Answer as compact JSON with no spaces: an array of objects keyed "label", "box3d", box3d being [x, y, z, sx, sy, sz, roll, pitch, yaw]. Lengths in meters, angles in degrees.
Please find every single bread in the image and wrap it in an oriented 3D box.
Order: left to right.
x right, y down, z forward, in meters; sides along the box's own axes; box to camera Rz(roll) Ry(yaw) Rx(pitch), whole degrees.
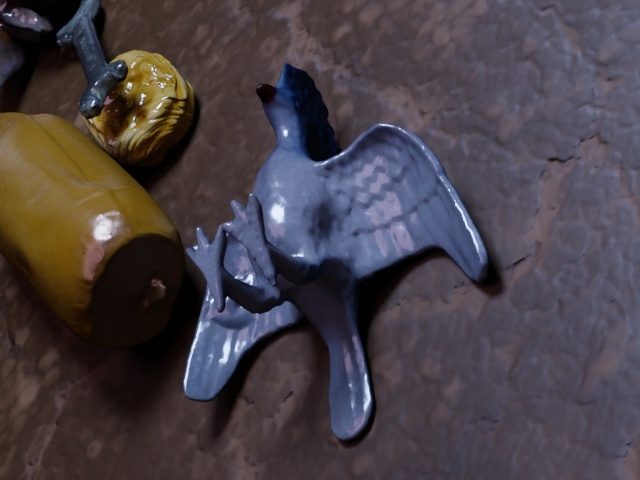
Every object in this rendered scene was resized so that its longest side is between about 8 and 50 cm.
[{"label":"bread","box3d":[-0.139,-0.102,1.531,0.083,0.044,0.110,-49,39,4]}]

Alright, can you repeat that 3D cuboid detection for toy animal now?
[{"label":"toy animal","box3d":[0.000,0.000,1.282,0.239,0.176,0.255,-27,80,37]}]

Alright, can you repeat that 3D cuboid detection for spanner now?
[{"label":"spanner","box3d":[-0.182,-0.148,1.578,0.054,0.015,0.254,-47,22,7]}]

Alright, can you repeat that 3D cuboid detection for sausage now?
[{"label":"sausage","box3d":[-0.198,-0.026,1.488,0.112,0.112,0.328,-53,38,3]}]

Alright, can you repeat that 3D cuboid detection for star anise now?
[{"label":"star anise","box3d":[-0.276,-0.206,1.739,0.195,0.065,0.182,0,58,56]}]
